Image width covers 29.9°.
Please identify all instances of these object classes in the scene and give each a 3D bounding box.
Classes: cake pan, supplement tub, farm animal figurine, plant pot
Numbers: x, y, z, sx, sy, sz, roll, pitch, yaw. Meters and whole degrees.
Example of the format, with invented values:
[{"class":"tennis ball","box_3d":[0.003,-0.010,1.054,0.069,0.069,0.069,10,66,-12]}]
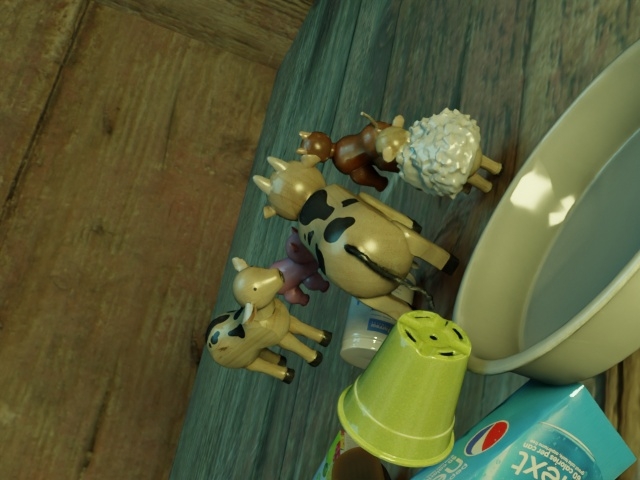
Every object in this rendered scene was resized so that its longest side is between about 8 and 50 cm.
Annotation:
[{"class":"cake pan","box_3d":[0.196,-0.024,0.800,0.293,0.054,0.293,-54,10,15]},{"class":"supplement tub","box_3d":[0.065,0.086,1.346,0.071,0.071,0.107,130,156,-61]},{"class":"farm animal figurine","box_3d":[0.000,0.000,1.272,0.326,0.172,0.330,13,76,61]},{"class":"plant pot","box_3d":[0.062,0.091,0.786,0.083,0.083,0.079,-90,17,-59]}]

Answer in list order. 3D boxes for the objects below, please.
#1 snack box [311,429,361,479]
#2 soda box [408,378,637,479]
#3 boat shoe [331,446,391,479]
[{"class":"snack box","box_3d":[0.010,0.297,1.339,0.100,0.037,0.141,-86,19,-57]},{"class":"soda box","box_3d":[0.098,0.179,0.783,0.210,0.067,0.071,-39,9,-9]},{"class":"boat shoe","box_3d":[0.045,0.291,1.132,0.207,0.073,0.073,-81,-23,-54]}]
